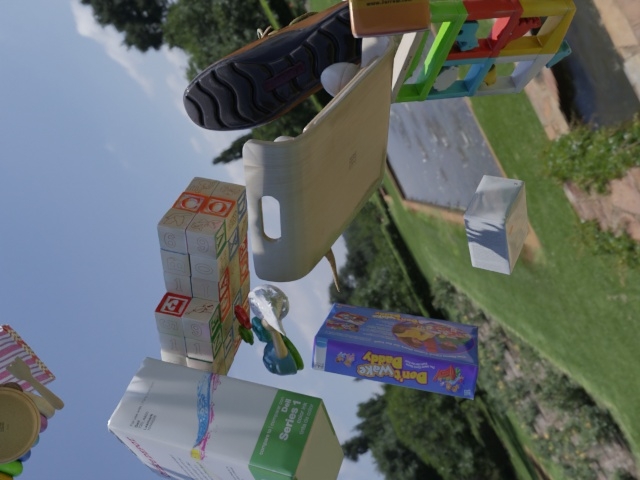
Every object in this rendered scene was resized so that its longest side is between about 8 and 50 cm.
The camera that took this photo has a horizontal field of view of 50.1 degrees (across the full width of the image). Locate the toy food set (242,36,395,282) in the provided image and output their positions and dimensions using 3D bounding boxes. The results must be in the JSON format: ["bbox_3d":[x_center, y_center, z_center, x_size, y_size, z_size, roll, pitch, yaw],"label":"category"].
[{"bbox_3d":[0.001,-0.115,0.885,0.093,0.306,0.219,22,138,20],"label":"toy food set"}]

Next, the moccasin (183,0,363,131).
[{"bbox_3d":[-0.066,-0.303,1.172,0.139,0.380,0.147,55,-160,-16],"label":"moccasin"}]

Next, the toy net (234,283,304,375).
[{"bbox_3d":[-0.073,0.111,0.962,0.122,0.045,0.232,49,156,24],"label":"toy net"}]

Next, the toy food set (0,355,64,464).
[{"bbox_3d":[-0.522,0.295,1.109,0.132,0.192,0.038,47,164,-10],"label":"toy food set"}]

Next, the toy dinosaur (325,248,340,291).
[{"bbox_3d":[0.000,0.000,1.502,0.211,0.112,0.064,49,161,-28],"label":"toy dinosaur"}]

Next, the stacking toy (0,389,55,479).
[{"bbox_3d":[-0.719,0.501,1.515,0.141,0.141,0.330,60,-142,-49],"label":"stacking toy"}]

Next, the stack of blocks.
[{"bbox_3d":[-0.177,0.075,1.047,0.171,0.087,0.297,-68,-15,-49],"label":"stack of blocks"}]

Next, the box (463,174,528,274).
[{"bbox_3d":[0.383,-0.034,1.482,0.091,0.130,0.170,13,144,30],"label":"box"}]

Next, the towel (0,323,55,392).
[{"bbox_3d":[-0.768,0.307,1.678,0.197,0.144,0.029,58,-173,-24],"label":"towel"}]

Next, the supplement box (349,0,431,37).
[{"bbox_3d":[0.057,-0.310,0.632,0.078,0.080,0.233,-81,-16,-73],"label":"supplement box"}]

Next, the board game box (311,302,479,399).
[{"bbox_3d":[0.174,0.238,1.536,0.233,0.347,0.078,-47,-36,-71],"label":"board game box"}]

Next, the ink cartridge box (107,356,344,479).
[{"bbox_3d":[-0.126,0.285,0.974,0.201,0.278,0.117,74,-149,-50],"label":"ink cartridge box"}]

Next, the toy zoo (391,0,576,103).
[{"bbox_3d":[0.257,-0.291,1.055,0.192,0.293,0.030,111,147,-60],"label":"toy zoo"}]
